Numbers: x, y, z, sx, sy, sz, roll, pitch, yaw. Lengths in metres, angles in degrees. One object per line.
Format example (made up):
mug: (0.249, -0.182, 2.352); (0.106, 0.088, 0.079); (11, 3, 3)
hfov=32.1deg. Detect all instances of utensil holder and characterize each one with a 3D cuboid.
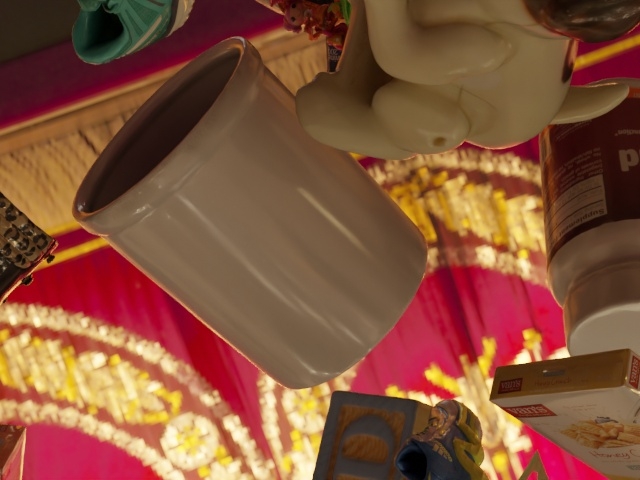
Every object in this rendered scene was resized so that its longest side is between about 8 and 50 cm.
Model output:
utensil holder: (-0.089, -0.026, 1.522); (0.327, 0.385, 0.327); (-37, -156, 19)

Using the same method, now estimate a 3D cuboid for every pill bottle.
pill bottle: (0.044, -0.324, 1.994); (0.067, 0.120, 0.067); (-2, -163, 1)
pill bottle: (0.425, -0.019, 1.550); (0.224, 0.224, 0.392); (-18, -134, 26)

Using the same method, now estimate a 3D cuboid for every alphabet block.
alphabet block: (0.127, 0.371, 1.849); (0.192, 0.193, 0.197); (2, 161, 43)

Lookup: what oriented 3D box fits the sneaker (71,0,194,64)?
sneaker: (-0.155, -0.234, 0.916); (0.110, 0.107, 0.275); (-39, 168, -26)

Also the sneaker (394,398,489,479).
sneaker: (0.165, 0.288, 1.588); (0.091, 0.126, 0.240); (-58, -162, 18)

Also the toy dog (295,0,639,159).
toy dog: (0.194, -0.245, 1.165); (0.284, 0.395, 0.408); (-65, -172, -25)

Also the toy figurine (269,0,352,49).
toy figurine: (-0.006, -0.364, 1.718); (0.159, 0.173, 0.130); (9, -167, 26)

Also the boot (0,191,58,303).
boot: (-0.452, 0.095, 1.428); (0.284, 0.138, 0.377); (-52, 157, -13)

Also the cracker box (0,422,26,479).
cracker box: (-0.558, 0.447, 1.889); (0.067, 0.232, 0.156); (9, -164, -3)

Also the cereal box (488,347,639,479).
cereal box: (0.317, 0.192, 1.162); (0.173, 0.240, 0.047); (-18, -133, 49)

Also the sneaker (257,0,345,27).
sneaker: (-0.038, -0.439, 1.996); (0.262, 0.099, 0.121); (34, -171, 33)

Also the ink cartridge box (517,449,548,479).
ink cartridge box: (0.296, 0.451, 1.698); (0.235, 0.056, 0.171); (-51, 151, -12)
